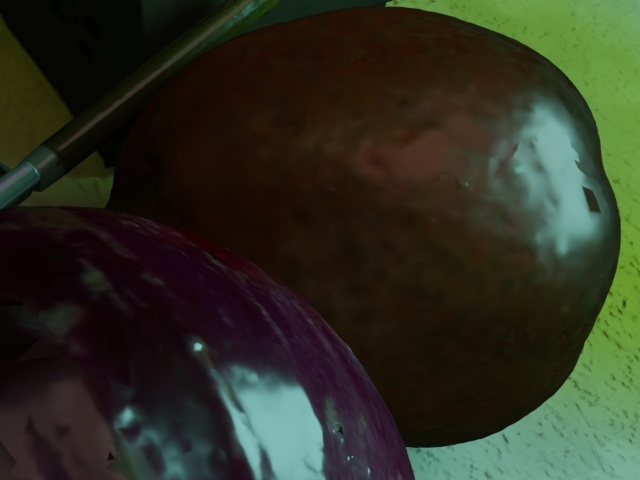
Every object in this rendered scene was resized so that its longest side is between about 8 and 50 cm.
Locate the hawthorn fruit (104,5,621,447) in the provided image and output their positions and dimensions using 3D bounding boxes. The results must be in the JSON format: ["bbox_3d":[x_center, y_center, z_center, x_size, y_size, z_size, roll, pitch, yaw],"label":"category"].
[{"bbox_3d":[0.000,0.000,0.611,0.262,0.210,0.210,-8,56,-13],"label":"hawthorn fruit"}]

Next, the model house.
[{"bbox_3d":[-0.056,-0.206,0.709,0.211,0.243,0.204,-26,69,-40],"label":"model house"}]

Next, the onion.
[{"bbox_3d":[-0.091,0.103,0.406,0.272,0.230,0.256,16,55,22],"label":"onion"}]

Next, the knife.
[{"bbox_3d":[-0.141,-0.022,0.575,0.343,0.061,0.027,-42,98,-20],"label":"knife"}]
